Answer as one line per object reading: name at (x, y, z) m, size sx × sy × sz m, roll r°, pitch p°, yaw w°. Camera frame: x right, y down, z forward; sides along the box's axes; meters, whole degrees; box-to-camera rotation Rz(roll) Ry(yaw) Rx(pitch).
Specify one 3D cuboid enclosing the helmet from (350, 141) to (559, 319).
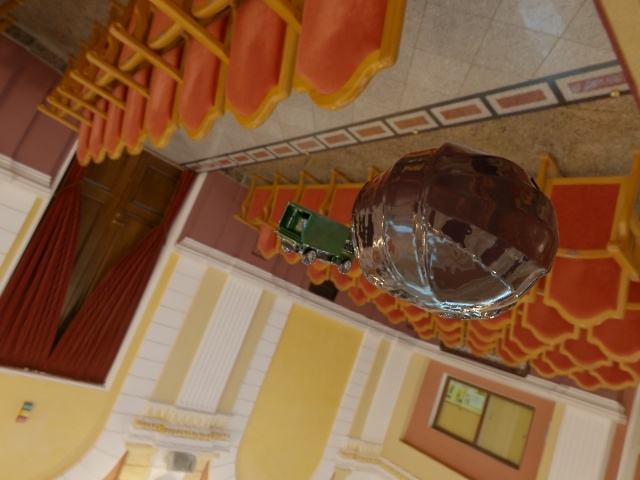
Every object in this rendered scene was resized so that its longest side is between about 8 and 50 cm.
helmet at (0.202, -0.017, 0.584) m, size 0.305 × 0.225 × 0.177 m, roll 13°, pitch 164°, yaw -10°

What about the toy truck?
toy truck at (0.000, 0.000, 0.710) m, size 0.065 × 0.079 × 0.147 m, roll 28°, pitch -175°, yaw 42°
